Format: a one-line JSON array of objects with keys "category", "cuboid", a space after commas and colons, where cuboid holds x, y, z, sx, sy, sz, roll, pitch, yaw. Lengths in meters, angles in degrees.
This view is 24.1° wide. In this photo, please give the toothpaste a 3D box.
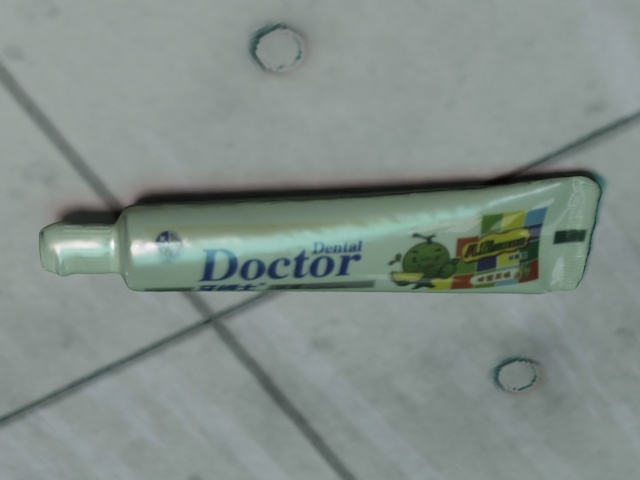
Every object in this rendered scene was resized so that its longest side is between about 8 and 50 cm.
[{"category": "toothpaste", "cuboid": [0.000, 0.000, 0.689, 0.255, 0.037, 0.067, -1, 127, -4]}]
